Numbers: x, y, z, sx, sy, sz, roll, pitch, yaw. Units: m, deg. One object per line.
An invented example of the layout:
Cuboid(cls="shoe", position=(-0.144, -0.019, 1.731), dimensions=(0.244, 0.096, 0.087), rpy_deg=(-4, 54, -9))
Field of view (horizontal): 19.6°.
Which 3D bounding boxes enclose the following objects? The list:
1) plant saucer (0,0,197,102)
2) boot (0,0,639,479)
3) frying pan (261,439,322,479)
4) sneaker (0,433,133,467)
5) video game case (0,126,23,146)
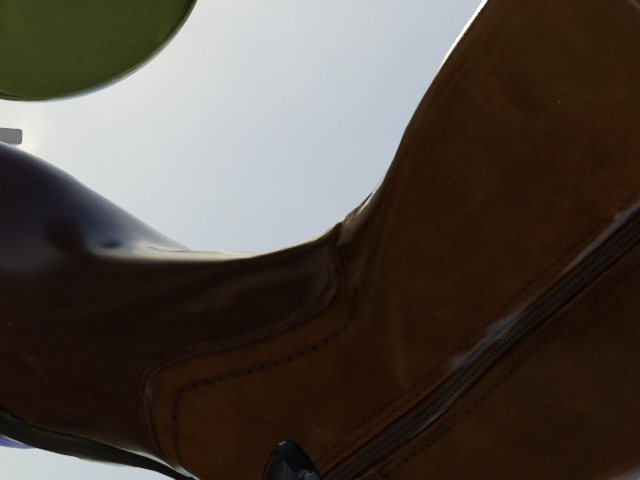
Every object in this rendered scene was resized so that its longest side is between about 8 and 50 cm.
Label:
Cuboid(cls="plant saucer", position=(-0.203, -0.197, 1.478), dimensions=(0.037, 0.241, 0.241), rpy_deg=(73, 4, -55))
Cuboid(cls="boot", position=(0.000, 0.000, 0.552), dimensions=(0.264, 0.096, 0.280), rpy_deg=(45, -41, 4))
Cuboid(cls="frying pan", position=(-0.013, 0.226, 0.572), dimensions=(0.197, 0.053, 0.326), rpy_deg=(-65, 147, -32))
Cuboid(cls="sneaker", position=(-0.171, 0.029, 0.748), dimensions=(0.146, 0.293, 0.102), rpy_deg=(134, -40, -76))
Cuboid(cls="video game case", position=(-0.244, -0.064, 1.186), dimensions=(0.122, 0.087, 0.011), rpy_deg=(175, -83, -71))
